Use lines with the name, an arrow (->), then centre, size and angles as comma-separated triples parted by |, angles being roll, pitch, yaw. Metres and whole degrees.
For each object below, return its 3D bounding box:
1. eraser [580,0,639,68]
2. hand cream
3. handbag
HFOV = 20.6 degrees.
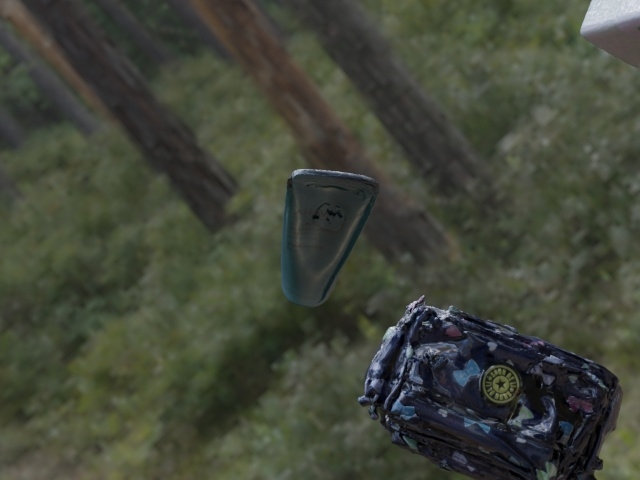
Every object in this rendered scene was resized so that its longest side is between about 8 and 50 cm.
eraser -> 0.346, -0.232, 1.528 | 0.287, 0.086, 0.130 | -1, 67, 69
hand cream -> 0.000, 0.000, 1.656 | 0.224, 0.083, 0.048 | 103, 173, -59
handbag -> 0.174, 0.165, 1.780 | 0.113, 0.260, 0.162 | 57, -124, -85
